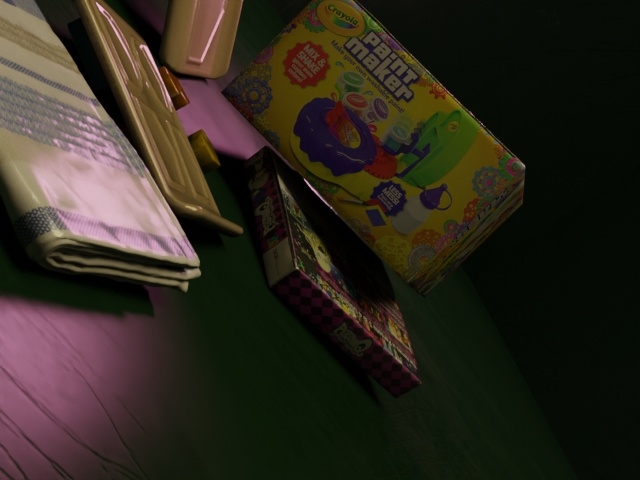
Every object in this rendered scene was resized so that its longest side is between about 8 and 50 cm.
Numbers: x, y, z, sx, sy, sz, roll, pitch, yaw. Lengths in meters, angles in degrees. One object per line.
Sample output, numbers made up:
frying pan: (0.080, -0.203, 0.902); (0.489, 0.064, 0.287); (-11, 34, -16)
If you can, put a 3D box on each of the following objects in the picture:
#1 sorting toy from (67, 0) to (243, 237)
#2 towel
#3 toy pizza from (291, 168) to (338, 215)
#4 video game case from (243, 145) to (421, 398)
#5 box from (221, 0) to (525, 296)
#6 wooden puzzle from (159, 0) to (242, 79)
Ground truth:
sorting toy: (-0.143, -0.100, 0.999); (0.229, 0.041, 0.307); (62, 3, 7)
towel: (-0.190, -0.091, 0.723); (0.285, 0.034, 0.209); (56, 10, 14)
toy pizza: (0.000, 0.000, 1.410); (0.201, 0.032, 0.201); (53, 14, -20)
video game case: (0.012, 0.034, 1.232); (0.232, 0.041, 0.210); (44, 19, -37)
box: (0.073, -0.103, 1.313); (0.290, 0.177, 0.279); (46, 2, 11)
wooden puzzle: (-0.141, -0.310, 1.390); (0.044, 0.221, 0.238); (13, 7, 8)
